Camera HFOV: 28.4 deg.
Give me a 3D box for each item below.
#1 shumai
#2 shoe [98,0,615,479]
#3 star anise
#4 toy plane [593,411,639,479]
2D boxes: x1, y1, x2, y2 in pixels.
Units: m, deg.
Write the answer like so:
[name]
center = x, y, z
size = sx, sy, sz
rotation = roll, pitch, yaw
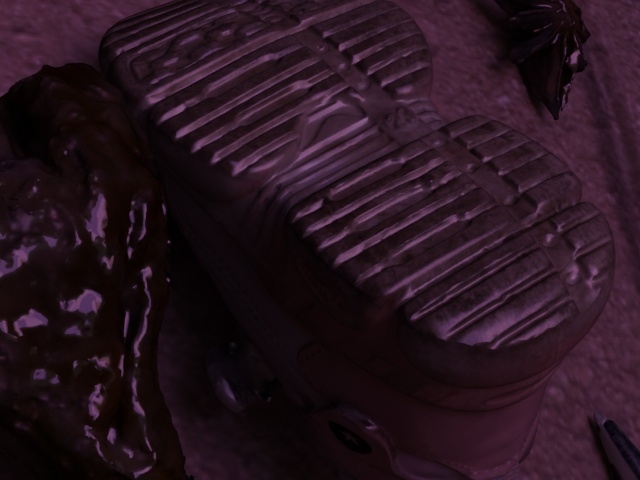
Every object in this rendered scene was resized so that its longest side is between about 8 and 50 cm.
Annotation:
[shumai]
center = -0.168, 0.024, 0.571
size = 0.185, 0.184, 0.218
rotation = -4, 81, -17
[shoe]
center = -0.003, 0.001, 0.694
size = 0.172, 0.198, 0.351
rotation = -20, 46, -22
[star anise]
center = 0.163, -0.174, 0.965
size = 0.129, 0.056, 0.124
rotation = 50, 45, -26
[toy plane]
center = 0.256, 0.213, 0.832
size = 0.160, 0.082, 0.234
rotation = 6, 62, -63
